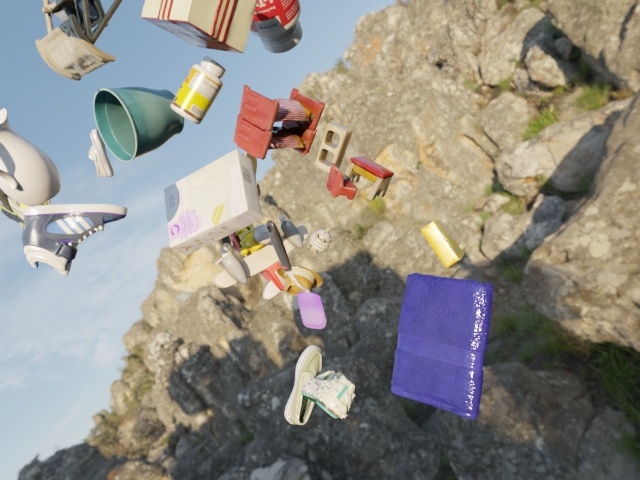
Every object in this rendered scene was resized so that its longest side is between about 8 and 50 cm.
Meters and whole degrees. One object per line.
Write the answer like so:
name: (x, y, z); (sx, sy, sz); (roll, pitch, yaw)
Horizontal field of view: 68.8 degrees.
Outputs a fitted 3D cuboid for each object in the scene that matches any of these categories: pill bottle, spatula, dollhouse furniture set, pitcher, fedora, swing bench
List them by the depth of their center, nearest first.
pitcher: (-0.701, -0.170, 1.059); (0.125, 0.207, 0.178); (-19, 35, 6)
spatula: (-0.060, 0.083, 1.086); (0.084, 0.297, 0.030); (0, 33, 43)
dollhouse furniture set: (-0.009, -0.243, 1.156); (0.201, 0.374, 0.152); (-23, -41, -53)
swing bench: (-0.776, -0.682, 1.496); (0.253, 0.255, 0.165); (-5, -14, 37)
pill bottle: (-0.415, -0.519, 1.610); (0.215, 0.117, 0.117); (-57, -4, 5)
pill bottle: (-0.207, -0.915, 1.735); (0.229, 0.229, 0.408); (-41, -30, -6)
fedora: (-0.085, 0.164, 1.790); (0.194, 0.194, 0.079); (133, 153, -59)

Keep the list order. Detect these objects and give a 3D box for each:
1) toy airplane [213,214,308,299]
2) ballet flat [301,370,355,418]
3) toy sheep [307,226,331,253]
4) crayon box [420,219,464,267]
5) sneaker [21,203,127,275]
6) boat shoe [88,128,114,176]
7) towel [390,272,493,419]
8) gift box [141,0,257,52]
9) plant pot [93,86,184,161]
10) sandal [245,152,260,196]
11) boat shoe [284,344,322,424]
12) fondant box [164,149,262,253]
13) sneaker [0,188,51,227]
toy airplane: (-0.243, 0.051, 1.986); (0.273, 0.383, 0.387); (113, 164, -49)
ballet flat: (0.037, 0.506, 1.568); (0.147, 0.147, 0.409); (-41, -1, -17)
toy sheep: (0.000, 0.000, 1.805); (0.132, 0.091, 0.091); (-50, -6, 29)
crayon box: (0.543, 0.010, 2.074); (0.081, 0.202, 0.318); (-35, -10, 17)
sneaker: (-0.824, -0.003, 1.586); (0.322, 0.237, 0.130); (-3, 3, -26)
boat shoe: (-0.995, -0.381, 2.083); (0.075, 0.227, 0.083); (-12, 31, -11)
towel: (0.290, 0.239, 1.113); (0.227, 0.309, 0.076); (6, -4, 42)
gift box: (-0.350, -0.716, 1.332); (0.255, 0.276, 0.259); (5, -74, -60)
plant pot: (-0.684, -0.472, 1.806); (0.255, 0.272, 0.271); (-34, -8, -42)
sandal: (-0.352, -0.319, 2.241); (0.079, 0.240, 0.088); (1, 16, 32)
boat shoe: (-0.045, 0.557, 1.795); (0.094, 0.109, 0.303); (-5, 64, 51)
fondant box: (-0.373, -0.127, 1.596); (0.330, 0.239, 0.096); (-24, -26, 21)
sneaker: (-1.205, -0.147, 1.912); (0.145, 0.385, 0.147); (-23, 23, 52)
